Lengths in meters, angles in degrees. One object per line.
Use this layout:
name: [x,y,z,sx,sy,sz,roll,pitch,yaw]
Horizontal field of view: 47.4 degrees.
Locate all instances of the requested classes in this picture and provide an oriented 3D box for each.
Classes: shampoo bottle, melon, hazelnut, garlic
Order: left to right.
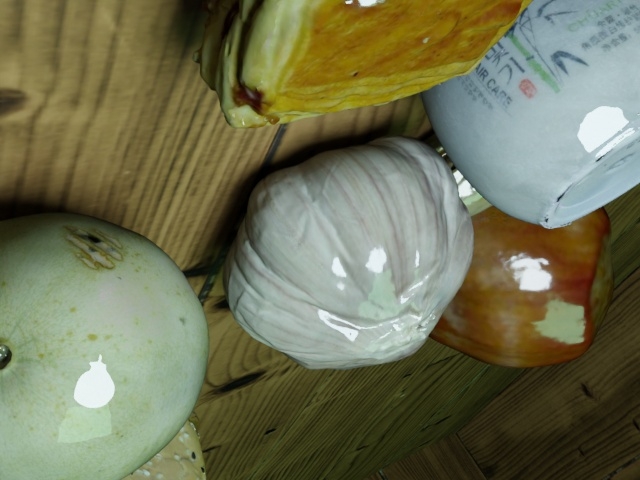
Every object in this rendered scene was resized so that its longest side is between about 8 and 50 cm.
melon: [-0.243,0.104,0.693,0.269,0.268,0.330,-32,175,-4]
garlic: [0.041,0.024,0.886,0.318,0.259,0.317,-17,143,-13]
hazelnut: [0.313,0.054,1.227,0.366,0.365,0.365,-27,154,-15]
shampoo bottle: [0.246,-0.174,0.778,0.273,0.266,0.273,-29,159,-12]

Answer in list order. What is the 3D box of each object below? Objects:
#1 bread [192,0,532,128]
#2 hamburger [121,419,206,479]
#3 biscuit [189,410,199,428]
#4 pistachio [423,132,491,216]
bread: [0.057,-0.244,0.552,0.278,0.167,0.324,-17,159,-33]
hamburger: [-0.300,0.285,0.921,0.195,0.318,0.277,-51,-178,28]
biscuit: [-0.323,0.321,1.226,0.197,0.049,0.302,-39,154,21]
pistachio: [0.186,-0.088,1.019,0.206,0.129,0.131,-33,151,13]
